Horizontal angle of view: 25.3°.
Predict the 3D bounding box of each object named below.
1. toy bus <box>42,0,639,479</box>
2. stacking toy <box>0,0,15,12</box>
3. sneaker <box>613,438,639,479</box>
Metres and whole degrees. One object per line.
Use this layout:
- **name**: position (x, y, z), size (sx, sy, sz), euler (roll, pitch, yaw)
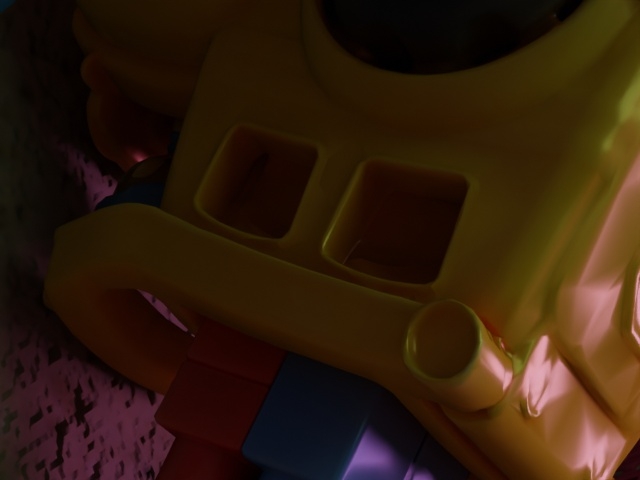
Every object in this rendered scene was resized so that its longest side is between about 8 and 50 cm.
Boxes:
- **toy bus**: position (0.000, 0.000, 0.403), size (0.211, 0.220, 0.149), euler (-61, 142, -13)
- **stacking toy**: position (-0.147, -0.191, 0.292), size (0.175, 0.165, 0.302), euler (-2, 60, -57)
- **sneaker**: position (0.199, 0.128, 0.770), size (0.075, 0.063, 0.170), euler (53, 27, -18)
